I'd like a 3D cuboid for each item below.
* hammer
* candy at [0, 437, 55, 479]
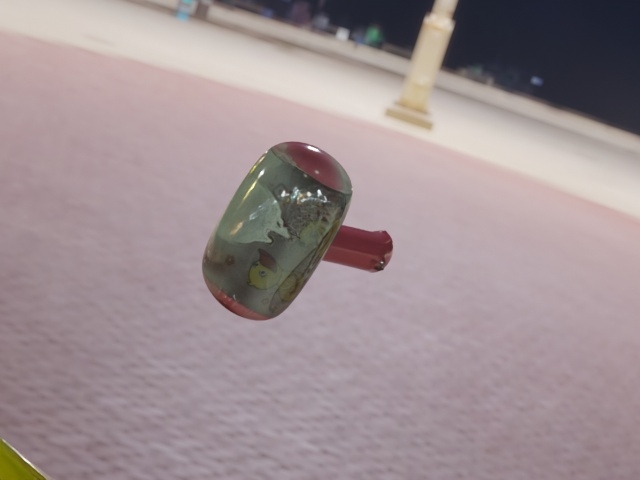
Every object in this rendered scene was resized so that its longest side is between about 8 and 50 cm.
[{"bbox_3d":[0.000,0.000,0.443,0.031,0.052,0.083,39,13,27],"label":"hammer"},{"bbox_3d":[-0.215,0.249,0.793,0.088,0.276,0.146,35,-13,28],"label":"candy"}]
